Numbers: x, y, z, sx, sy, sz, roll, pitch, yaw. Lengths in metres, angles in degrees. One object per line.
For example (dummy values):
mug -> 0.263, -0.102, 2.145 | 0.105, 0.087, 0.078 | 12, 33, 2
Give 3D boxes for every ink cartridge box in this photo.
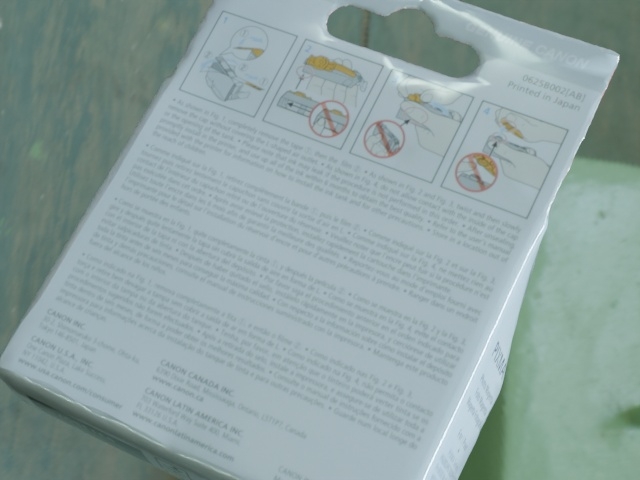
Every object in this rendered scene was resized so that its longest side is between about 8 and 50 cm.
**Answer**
ink cartridge box -> 0.000, 0.000, 0.620 | 0.189, 0.066, 0.232 | 22, 69, 19
